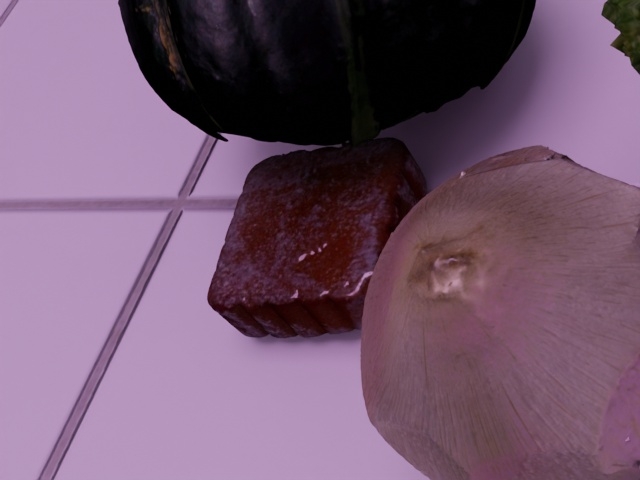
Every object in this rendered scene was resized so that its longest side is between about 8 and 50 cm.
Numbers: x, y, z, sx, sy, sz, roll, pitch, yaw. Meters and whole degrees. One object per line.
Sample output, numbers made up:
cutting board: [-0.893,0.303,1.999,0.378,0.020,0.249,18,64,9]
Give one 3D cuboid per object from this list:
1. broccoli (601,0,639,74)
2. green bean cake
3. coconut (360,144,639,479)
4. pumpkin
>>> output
broccoli: [0.264,-0.073,0.274,0.413,0.310,0.321,-35,36,-30]
green bean cake: [0.000,0.000,0.570,0.135,0.056,0.135,-6,54,31]
coconut: [0.099,0.038,0.379,0.170,0.183,0.171,-19,53,27]
pumpkin: [-0.002,-0.211,0.573,0.295,0.296,0.296,-18,48,21]
